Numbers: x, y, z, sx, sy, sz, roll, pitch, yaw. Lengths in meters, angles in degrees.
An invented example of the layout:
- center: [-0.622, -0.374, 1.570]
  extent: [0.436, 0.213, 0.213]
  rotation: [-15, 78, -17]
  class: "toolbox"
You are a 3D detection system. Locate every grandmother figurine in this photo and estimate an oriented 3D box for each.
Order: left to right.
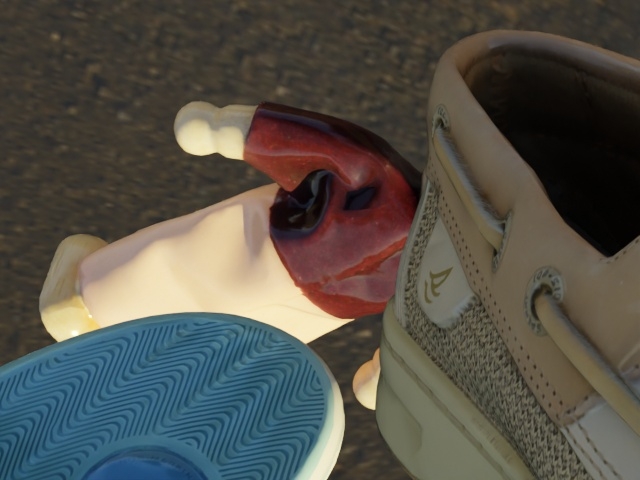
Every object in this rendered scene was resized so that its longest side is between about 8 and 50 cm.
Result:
- center: [0.000, 0.000, 1.047]
  extent: [0.342, 0.208, 0.104]
  rotation: [-18, 40, 36]
  class: "grandmother figurine"

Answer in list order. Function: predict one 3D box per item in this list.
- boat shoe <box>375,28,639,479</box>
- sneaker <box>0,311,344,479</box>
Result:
- center: [0.099, 0.029, 0.377]
  extent: [0.341, 0.122, 0.110]
  rotation: [-150, 57, -61]
  class: "boat shoe"
- center: [-0.115, 0.170, 0.742]
  extent: [0.319, 0.208, 0.127]
  rotation: [-37, 60, -11]
  class: "sneaker"
